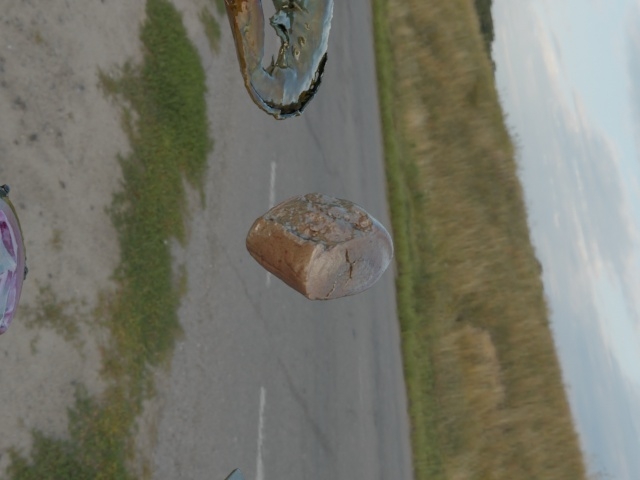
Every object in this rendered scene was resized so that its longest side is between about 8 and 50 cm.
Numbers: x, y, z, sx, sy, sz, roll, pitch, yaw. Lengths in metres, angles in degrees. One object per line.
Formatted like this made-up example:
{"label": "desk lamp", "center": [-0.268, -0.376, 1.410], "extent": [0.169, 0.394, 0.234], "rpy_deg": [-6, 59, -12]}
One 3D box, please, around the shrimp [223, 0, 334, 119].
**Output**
{"label": "shrimp", "center": [-0.042, -0.212, 0.599], "extent": [0.253, 0.058, 0.173], "rpy_deg": [67, 39, -54]}

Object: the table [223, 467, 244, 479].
{"label": "table", "center": [-0.086, 0.311, 0.645], "extent": [0.226, 0.167, 0.167], "rpy_deg": [-12, 92, -77]}

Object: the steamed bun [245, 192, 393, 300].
{"label": "steamed bun", "center": [0.000, 0.000, 0.918], "extent": [0.175, 0.145, 0.106], "rpy_deg": [-14, 131, -44]}

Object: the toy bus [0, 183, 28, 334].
{"label": "toy bus", "center": [-0.456, 0.037, 0.601], "extent": [0.162, 0.386, 0.171], "rpy_deg": [-143, -126, -58]}
